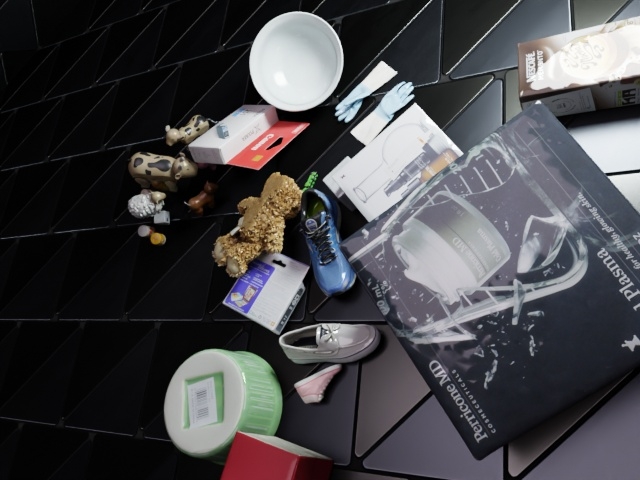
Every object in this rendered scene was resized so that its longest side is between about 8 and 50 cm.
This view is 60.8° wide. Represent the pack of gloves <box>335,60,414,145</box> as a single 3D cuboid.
[{"bbox_3d":[0.155,-0.426,1.648,0.232,0.046,0.195,-45,54,5],"label":"pack of gloves"}]

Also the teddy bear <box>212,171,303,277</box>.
[{"bbox_3d":[-0.180,-0.037,1.614,0.245,0.113,0.338,9,63,48],"label":"teddy bear"}]

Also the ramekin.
[{"bbox_3d":[-0.267,0.434,1.448,0.303,0.148,0.303,-11,64,25],"label":"ramekin"}]

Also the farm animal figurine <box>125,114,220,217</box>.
[{"bbox_3d":[-0.472,-0.251,1.773,0.327,0.172,0.330,-9,72,-6],"label":"farm animal figurine"}]

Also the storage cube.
[{"bbox_3d":[-0.107,0.577,1.278,0.215,0.184,0.193,7,72,32],"label":"storage cube"}]

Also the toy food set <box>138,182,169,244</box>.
[{"bbox_3d":[-0.568,-0.095,1.896,0.111,0.104,0.232,-6,84,12],"label":"toy food set"}]

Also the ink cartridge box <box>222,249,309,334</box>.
[{"bbox_3d":[-0.150,0.137,1.570,0.206,0.045,0.208,22,75,34],"label":"ink cartridge box"}]

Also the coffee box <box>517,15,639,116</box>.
[{"bbox_3d":[0.642,-0.412,1.326,0.297,0.119,0.168,-5,68,27],"label":"coffee box"}]

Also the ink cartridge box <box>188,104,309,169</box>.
[{"bbox_3d":[-0.222,-0.335,1.720,0.261,0.066,0.296,10,43,32],"label":"ink cartridge box"}]

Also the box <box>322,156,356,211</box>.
[{"bbox_3d":[0.084,-0.158,1.537,0.102,0.101,0.087,-43,56,6],"label":"box"}]

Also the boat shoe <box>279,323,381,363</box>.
[{"bbox_3d":[0.019,0.252,1.396,0.268,0.088,0.096,-10,47,28],"label":"boat shoe"}]

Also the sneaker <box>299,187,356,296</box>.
[{"bbox_3d":[0.000,0.000,1.489,0.130,0.147,0.330,-25,60,18],"label":"sneaker"}]

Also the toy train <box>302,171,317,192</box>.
[{"bbox_3d":[-0.034,-0.171,1.661,0.024,0.017,0.083,16,77,44],"label":"toy train"}]

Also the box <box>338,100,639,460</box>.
[{"bbox_3d":[0.380,0.080,1.093,0.472,0.297,0.480,-37,72,13],"label":"box"}]

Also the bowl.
[{"bbox_3d":[-0.066,-0.557,1.740,0.298,0.134,0.297,1,98,10],"label":"bowl"}]

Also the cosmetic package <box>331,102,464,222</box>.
[{"bbox_3d":[0.254,-0.109,1.367,0.284,0.097,0.377,-42,73,10],"label":"cosmetic package"}]

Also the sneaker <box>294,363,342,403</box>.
[{"bbox_3d":[0.006,0.368,1.390,0.134,0.051,0.070,-28,76,4],"label":"sneaker"}]
